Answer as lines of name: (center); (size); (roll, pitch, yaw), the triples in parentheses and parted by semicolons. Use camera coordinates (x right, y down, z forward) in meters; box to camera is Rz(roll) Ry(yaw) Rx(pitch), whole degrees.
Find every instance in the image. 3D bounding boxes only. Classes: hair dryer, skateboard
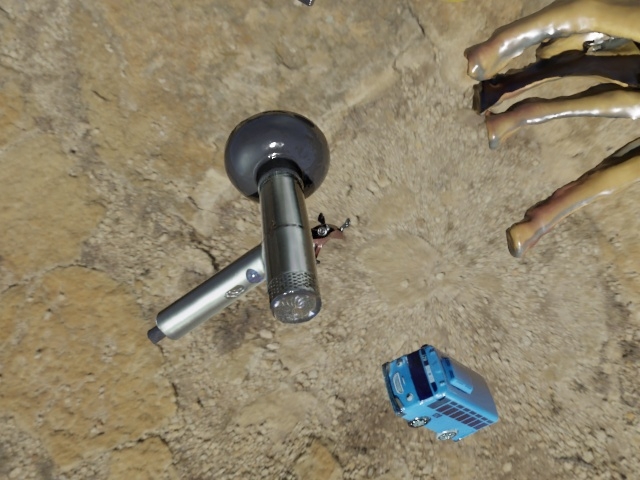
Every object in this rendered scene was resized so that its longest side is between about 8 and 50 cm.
hair dryer: (-0.127, -0.005, 0.894); (0.284, 0.156, 0.320); (-15, 43, 16)
skateboard: (0.000, 0.000, 1.256); (0.067, 0.151, 0.080); (13, 106, 20)

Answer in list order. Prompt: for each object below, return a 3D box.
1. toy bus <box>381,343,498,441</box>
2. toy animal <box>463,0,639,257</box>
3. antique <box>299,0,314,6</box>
toy bus: (0.180, 0.228, 0.990); (0.106, 0.184, 0.090); (-32, 48, 24)
toy animal: (0.194, -0.043, 0.296); (0.275, 0.054, 0.149); (15, 72, 17)
antique: (-0.088, -0.419, 1.027); (0.192, 0.015, 0.031); (32, 121, 13)
